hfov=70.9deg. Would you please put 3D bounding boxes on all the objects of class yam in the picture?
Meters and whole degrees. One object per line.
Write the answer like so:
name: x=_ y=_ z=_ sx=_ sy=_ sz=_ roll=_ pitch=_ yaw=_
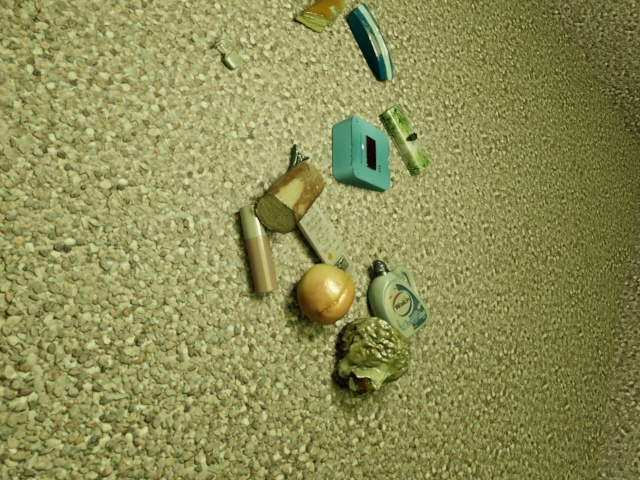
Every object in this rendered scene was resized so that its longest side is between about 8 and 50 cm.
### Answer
yam: x=-0.080 y=-0.133 z=1.336 sx=0.129 sy=0.127 sz=0.238 roll=60 pitch=41 yaw=-21

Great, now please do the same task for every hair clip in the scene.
hair clip: x=-0.112 y=-0.207 z=1.437 sx=0.070 sy=0.039 sz=0.230 roll=42 pitch=61 yaw=-23

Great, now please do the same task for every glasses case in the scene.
glasses case: x=0.340 y=-0.400 z=1.778 sx=0.095 sy=0.062 sz=0.272 roll=-40 pitch=104 yaw=-33

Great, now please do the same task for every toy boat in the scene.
toy boat: x=0.199 y=-0.752 z=1.735 sx=0.061 sy=0.096 sz=0.300 roll=-34 pitch=103 yaw=-24

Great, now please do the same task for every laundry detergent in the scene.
laundry detergent: x=0.264 y=0.189 z=1.580 sx=0.214 sy=0.105 sz=0.281 roll=-25 pitch=94 yaw=-35

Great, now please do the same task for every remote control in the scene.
remote control: x=0.000 y=0.000 z=1.467 sx=0.313 sy=0.055 sz=0.109 roll=58 pitch=44 yaw=-15

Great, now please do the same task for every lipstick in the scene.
lipstick: x=-0.181 y=0.025 z=1.320 sx=0.070 sy=0.070 sz=0.255 roll=-10 pitch=86 yaw=-36

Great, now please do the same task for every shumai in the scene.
shumai: x=0.158 y=0.384 z=1.415 sx=0.256 sy=0.189 sz=0.218 roll=45 pitch=57 yaw=-13

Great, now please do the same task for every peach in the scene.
peach: x=0.015 y=0.166 z=1.370 sx=0.184 sy=0.184 sz=0.185 roll=8 pitch=76 yaw=-34

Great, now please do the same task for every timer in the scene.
timer: x=0.159 y=-0.306 z=1.642 sx=0.249 sy=0.091 sz=0.232 roll=13 pitch=72 yaw=-45

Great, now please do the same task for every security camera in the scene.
security camera: x=-0.286 y=-0.573 z=1.389 sx=0.058 sy=0.058 sz=0.092 roll=-51 pitch=122 yaw=-31

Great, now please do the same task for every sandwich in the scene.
sandwich: x=0.018 y=-0.823 z=1.622 sx=0.088 sy=0.090 sz=0.244 roll=51 pitch=57 yaw=-12
